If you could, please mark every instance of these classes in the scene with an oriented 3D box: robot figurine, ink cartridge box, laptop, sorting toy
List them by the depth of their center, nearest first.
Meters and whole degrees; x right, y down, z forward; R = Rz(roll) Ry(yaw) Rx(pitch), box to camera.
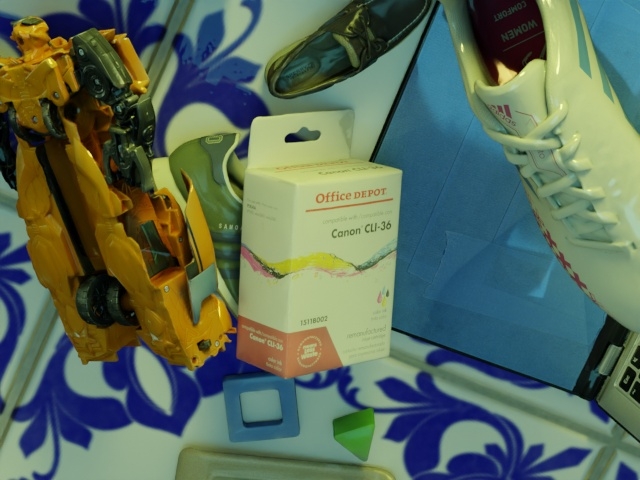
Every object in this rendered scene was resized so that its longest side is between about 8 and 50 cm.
[{"bbox_3d":[0.256,-0.005,1.351,0.236,0.408,0.382,4,117,-39],"label":"laptop"},{"bbox_3d":[-0.174,-0.040,1.367,0.211,0.085,0.291,0,113,43],"label":"robot figurine"},{"bbox_3d":[0.000,0.000,1.390,0.115,0.067,0.198,-10,108,-40],"label":"ink cartridge box"},{"bbox_3d":[-0.040,0.281,1.549,0.196,0.047,0.348,8,112,-5],"label":"sorting toy"}]

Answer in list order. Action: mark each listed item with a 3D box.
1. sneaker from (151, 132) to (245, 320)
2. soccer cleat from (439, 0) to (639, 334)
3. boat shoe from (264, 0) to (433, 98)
[{"bbox_3d":[-0.056,-0.003,1.424,0.086,0.064,0.192,-28,108,13],"label":"sneaker"},{"bbox_3d":[0.175,-0.068,1.286,0.116,0.143,0.331,-29,87,29],"label":"soccer cleat"},{"bbox_3d":[0.024,-0.154,1.375,0.152,0.049,0.056,-35,108,11],"label":"boat shoe"}]
